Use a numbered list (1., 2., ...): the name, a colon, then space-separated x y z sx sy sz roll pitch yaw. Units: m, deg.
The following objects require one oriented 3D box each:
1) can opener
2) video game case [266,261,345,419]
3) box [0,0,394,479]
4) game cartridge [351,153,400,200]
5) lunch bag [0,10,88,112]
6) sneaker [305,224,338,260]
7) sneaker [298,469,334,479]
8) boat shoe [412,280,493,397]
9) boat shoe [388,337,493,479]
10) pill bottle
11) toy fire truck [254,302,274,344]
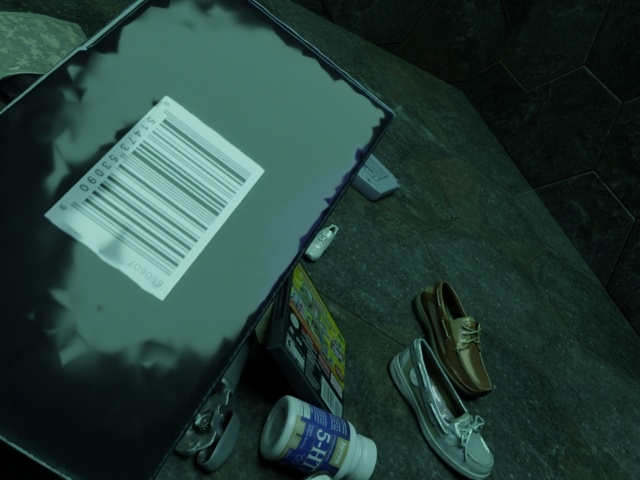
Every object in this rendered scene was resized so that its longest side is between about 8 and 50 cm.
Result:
1. can opener: -0.171 0.267 0.995 0.095 0.076 0.283 63 23 -25
2. video game case: -0.018 0.201 1.103 0.248 0.035 0.275 -85 152 -52
3. box: -0.218 0.026 0.702 0.297 0.472 0.480 37 61 -7
4. game cartridge: 0.124 -0.258 1.918 0.294 0.060 0.196 47 30 13
5. lunch bag: -0.618 -0.361 1.203 0.287 0.169 0.235 -7 53 -54
6. sneaker: 0.000 0.000 1.475 0.054 0.061 0.152 41 34 -1
7. sneaker: 0.080 0.482 0.855 0.448 0.169 0.257 19 38 -19
8. boat shoe: 0.351 0.244 1.469 0.123 0.120 0.324 8 44 -39
9. boat shoe: 0.277 0.371 1.257 0.118 0.103 0.320 -1 50 -45
10. pill bottle: -0.001 0.357 0.992 0.187 0.112 0.112 28 34 -17
11. toy fire truck: -0.184 0.076 1.057 0.246 0.217 0.158 62 -4 42
